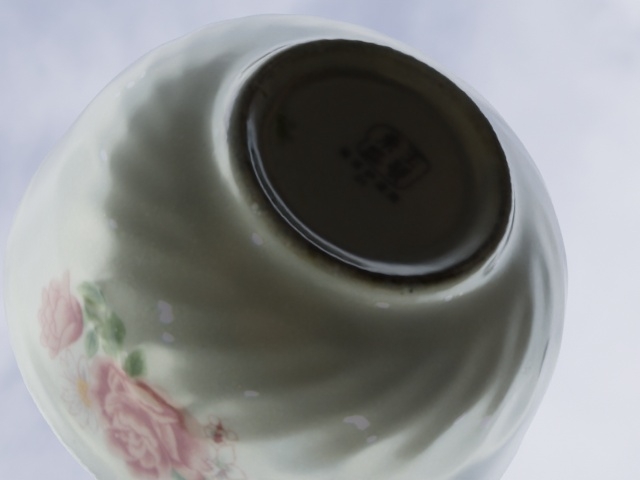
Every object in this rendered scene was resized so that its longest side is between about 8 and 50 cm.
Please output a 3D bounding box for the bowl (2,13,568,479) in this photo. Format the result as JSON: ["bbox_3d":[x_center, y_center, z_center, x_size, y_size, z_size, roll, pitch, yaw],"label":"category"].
[{"bbox_3d":[0.000,0.000,0.848,0.277,0.145,0.277,10,-125,-15],"label":"bowl"}]
